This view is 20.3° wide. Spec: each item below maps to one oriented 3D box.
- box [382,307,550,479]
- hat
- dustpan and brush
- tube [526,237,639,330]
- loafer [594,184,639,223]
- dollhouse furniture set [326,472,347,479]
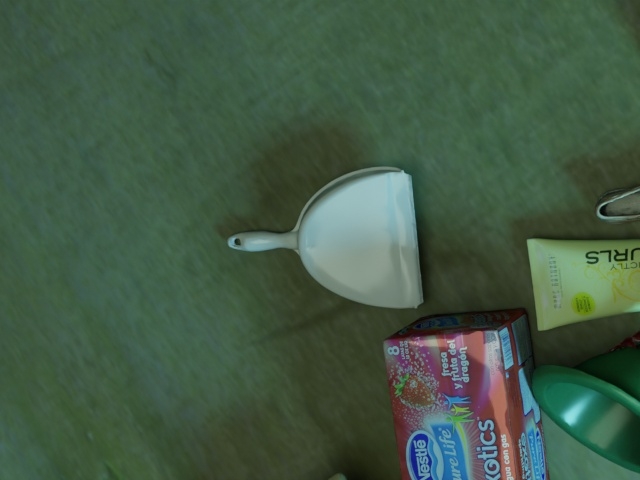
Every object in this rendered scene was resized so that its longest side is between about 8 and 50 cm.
[{"bbox_3d":[0.151,0.205,1.773,0.122,0.128,0.257,-6,96,21],"label":"box"},{"bbox_3d":[0.331,0.109,1.733,0.173,0.208,0.183,43,70,-20],"label":"hat"},{"bbox_3d":[0.000,0.000,1.841,0.211,0.060,0.147,-4,101,12],"label":"dustpan and brush"},{"bbox_3d":[0.320,0.034,1.733,0.240,0.062,0.070,-6,51,23],"label":"tube"},{"bbox_3d":[0.326,-0.040,1.728,0.125,0.039,0.045,-15,92,20],"label":"loafer"},{"bbox_3d":[0.042,0.377,1.786,0.135,0.262,0.259,-42,50,21],"label":"dollhouse furniture set"}]
